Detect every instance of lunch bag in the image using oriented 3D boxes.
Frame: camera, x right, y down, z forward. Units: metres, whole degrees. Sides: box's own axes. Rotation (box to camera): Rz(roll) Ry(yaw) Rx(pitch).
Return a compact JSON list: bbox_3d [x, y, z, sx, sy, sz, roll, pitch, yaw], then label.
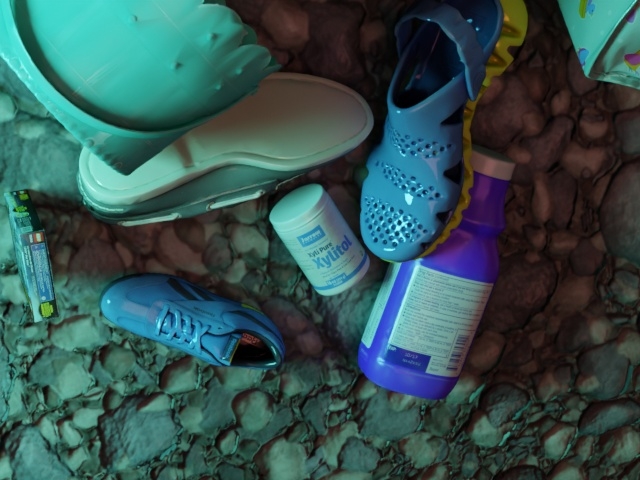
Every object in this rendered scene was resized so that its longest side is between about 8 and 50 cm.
[{"bbox_3d":[0.353,-0.308,1.606,0.160,0.223,0.262,12,133,-21],"label":"lunch bag"}]

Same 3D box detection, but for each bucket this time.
[{"bbox_3d":[-0.191,-0.207,1.492,0.183,0.281,0.281,-42,116,4],"label":"bucket"}]

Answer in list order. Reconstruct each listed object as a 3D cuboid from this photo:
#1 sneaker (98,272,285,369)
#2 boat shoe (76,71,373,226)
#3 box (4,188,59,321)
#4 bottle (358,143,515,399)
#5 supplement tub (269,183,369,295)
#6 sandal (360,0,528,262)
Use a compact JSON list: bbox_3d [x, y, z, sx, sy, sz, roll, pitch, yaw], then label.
[{"bbox_3d":[-0.133,0.091,1.713,0.209,0.082,0.069,18,104,-21],"label":"sneaker"},{"bbox_3d":[-0.100,-0.090,1.670,0.319,0.116,0.099,-16,156,-19],"label":"boat shoe"},{"bbox_3d":[-0.290,0.013,1.602,0.027,0.137,0.094,-11,112,-14],"label":"box"},{"bbox_3d":[0.136,0.033,1.773,0.118,0.092,0.283,14,104,-22],"label":"bottle"},{"bbox_3d":[0.000,0.000,1.729,0.071,0.071,0.107,-36,116,-3],"label":"supplement tub"},{"bbox_3d":[0.105,-0.131,1.668,0.138,0.126,0.317,3,104,-60],"label":"sandal"}]
